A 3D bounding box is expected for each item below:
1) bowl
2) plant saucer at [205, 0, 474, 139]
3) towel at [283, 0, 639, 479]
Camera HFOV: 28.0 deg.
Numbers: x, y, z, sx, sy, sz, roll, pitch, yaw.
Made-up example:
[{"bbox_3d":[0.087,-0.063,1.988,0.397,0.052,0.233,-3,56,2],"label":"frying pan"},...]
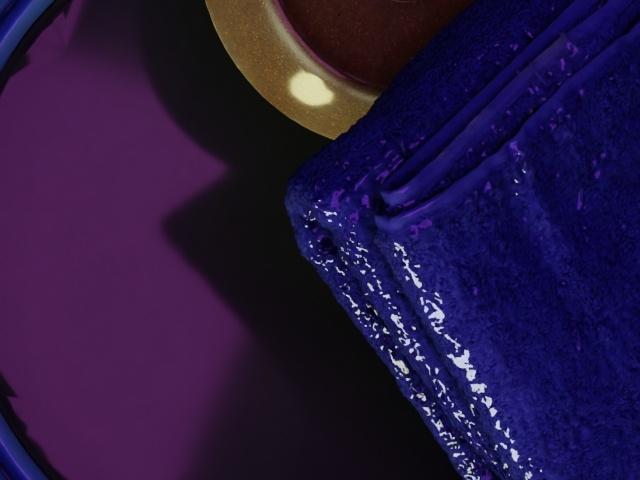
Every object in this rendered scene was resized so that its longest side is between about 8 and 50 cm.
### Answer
[{"bbox_3d":[0.000,0.000,0.605,0.391,0.077,0.391,1,87,-22],"label":"bowl"},{"bbox_3d":[0.030,-0.126,0.566,0.168,0.029,0.168,1,86,-21],"label":"plant saucer"},{"bbox_3d":[0.151,-0.032,0.568,0.308,0.076,0.227,-43,112,-20],"label":"towel"}]
